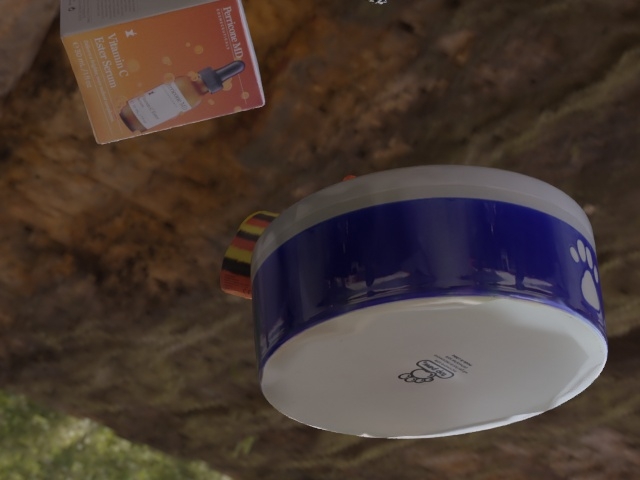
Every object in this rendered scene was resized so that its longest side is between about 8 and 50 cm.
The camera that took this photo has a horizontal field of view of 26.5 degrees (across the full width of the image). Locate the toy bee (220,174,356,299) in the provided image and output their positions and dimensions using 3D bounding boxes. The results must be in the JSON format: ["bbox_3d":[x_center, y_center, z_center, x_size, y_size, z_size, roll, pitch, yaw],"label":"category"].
[{"bbox_3d":[0.000,0.000,1.514,0.298,0.195,0.162,19,82,-76],"label":"toy bee"}]

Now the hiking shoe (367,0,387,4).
[{"bbox_3d":[0.043,-0.465,1.803,0.113,0.132,0.304,-4,-90,63],"label":"hiking shoe"}]

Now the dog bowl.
[{"bbox_3d":[0.080,0.055,1.028,0.265,0.264,0.104,128,-35,-53],"label":"dog bowl"}]

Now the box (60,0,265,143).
[{"bbox_3d":[-0.152,-0.186,1.316,0.091,0.170,0.130,-102,178,-51],"label":"box"}]
